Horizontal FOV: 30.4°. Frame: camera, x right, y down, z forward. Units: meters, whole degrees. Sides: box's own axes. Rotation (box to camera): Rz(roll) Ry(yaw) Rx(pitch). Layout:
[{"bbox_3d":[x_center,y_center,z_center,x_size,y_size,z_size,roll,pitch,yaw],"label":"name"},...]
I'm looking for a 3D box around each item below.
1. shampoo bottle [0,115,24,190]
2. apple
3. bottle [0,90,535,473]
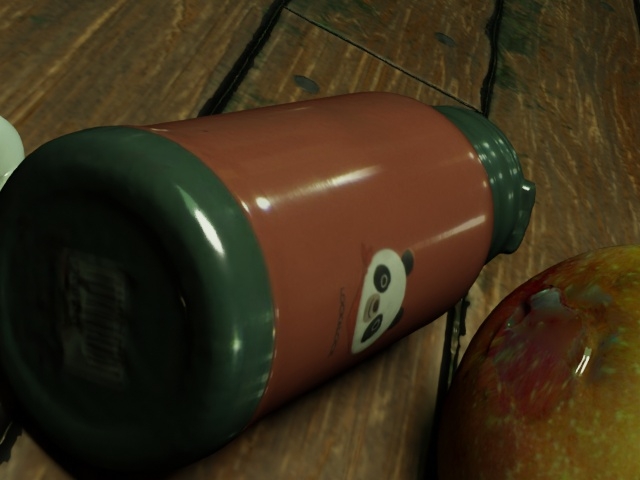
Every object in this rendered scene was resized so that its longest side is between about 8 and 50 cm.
[{"bbox_3d":[-0.192,-0.053,0.590,0.195,0.056,0.056,35,30,10],"label":"shampoo bottle"},{"bbox_3d":[0.161,0.103,0.566,0.207,0.174,0.188,16,26,7],"label":"apple"},{"bbox_3d":[0.000,0.000,0.600,0.144,0.144,0.336,42,30,20],"label":"bottle"}]
